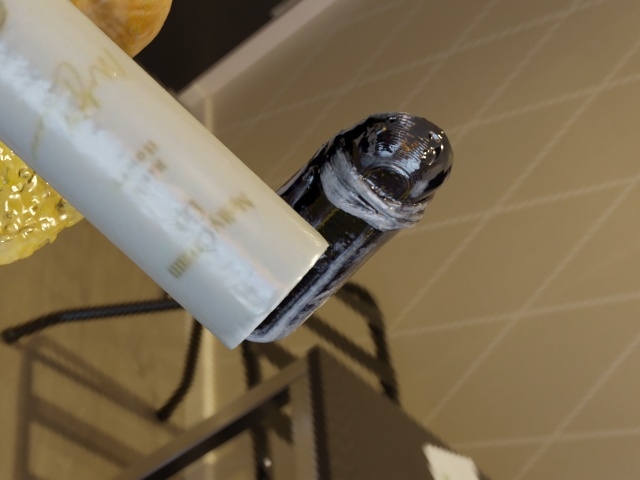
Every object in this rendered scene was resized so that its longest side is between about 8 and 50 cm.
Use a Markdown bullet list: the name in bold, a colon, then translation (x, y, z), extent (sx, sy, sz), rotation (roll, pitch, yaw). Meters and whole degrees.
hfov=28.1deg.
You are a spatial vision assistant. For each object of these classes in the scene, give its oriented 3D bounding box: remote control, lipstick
- **remote control**: translation (0.000, 0.000, 0.895), extent (0.090, 0.266, 0.066), rotation (20, 55, -22)
- **lipstick**: translation (-0.109, -0.066, 0.481), extent (0.264, 0.059, 0.059), rotation (42, 23, -3)

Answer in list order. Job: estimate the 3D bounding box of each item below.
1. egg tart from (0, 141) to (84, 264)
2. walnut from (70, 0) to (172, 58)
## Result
- **egg tart**: translation (-0.301, -0.088, 0.958), extent (0.294, 0.123, 0.294), rotation (11, 34, -7)
- **walnut**: translation (-0.199, -0.195, 0.877), extent (0.195, 0.195, 0.221), rotation (40, -2, -33)
